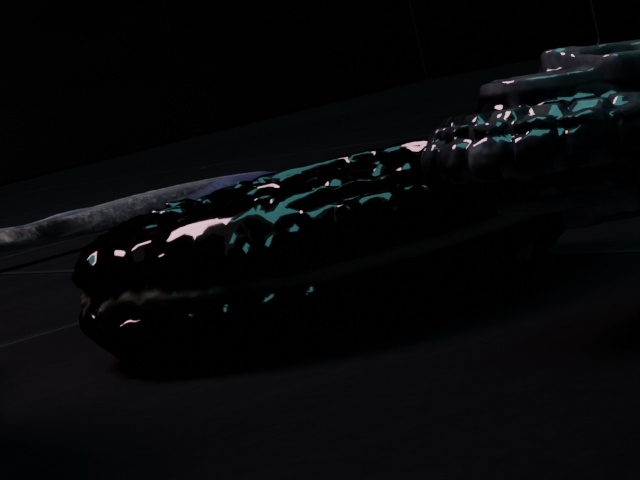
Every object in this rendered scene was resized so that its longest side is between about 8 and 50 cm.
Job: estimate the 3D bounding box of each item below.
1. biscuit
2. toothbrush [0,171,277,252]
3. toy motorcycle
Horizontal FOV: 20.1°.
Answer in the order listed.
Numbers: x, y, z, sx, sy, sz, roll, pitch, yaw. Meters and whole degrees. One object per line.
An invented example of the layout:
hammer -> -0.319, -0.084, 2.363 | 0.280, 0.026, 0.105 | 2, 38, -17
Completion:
biscuit -> 0.000, 0.000, 0.663 | 0.194, 0.053, 0.194 | -13, 6, 1
toothbrush -> -0.203, -0.001, 1.215 | 0.413, 0.042, 0.035 | -14, 5, -31
toy motorcycle -> 0.181, -0.045, 0.466 | 0.307, 0.108, 0.173 | -5, 4, 39
